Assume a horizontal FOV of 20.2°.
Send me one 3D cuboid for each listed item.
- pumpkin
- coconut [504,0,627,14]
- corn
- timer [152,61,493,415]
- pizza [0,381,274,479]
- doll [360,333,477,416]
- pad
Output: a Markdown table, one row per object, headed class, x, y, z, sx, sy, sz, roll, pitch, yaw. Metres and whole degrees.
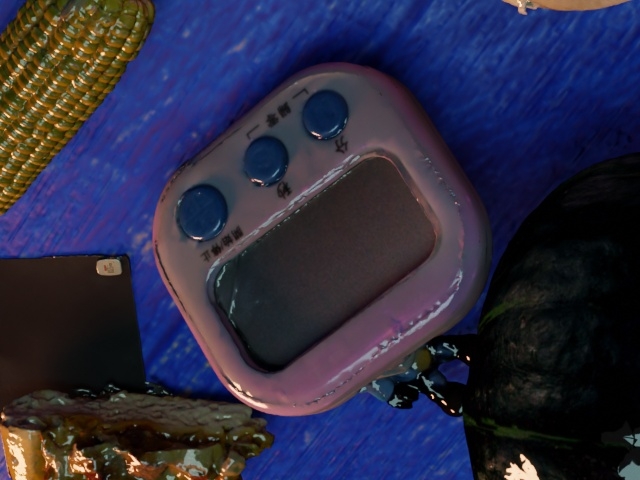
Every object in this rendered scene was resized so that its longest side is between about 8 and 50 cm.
| class | x | y | z | sx | sy | sz | roll | pitch | yaw |
| --- | --- | --- | --- | --- | --- | --- | --- | --- | --- |
| pumpkin | 0.210 | 0.102 | 1.131 | 0.238 | 0.315 | 0.315 | 2 | 123 | 34 |
| coconut | 0.126 | -0.242 | 0.985 | 0.237 | 0.237 | 0.197 | 41 | 82 | -17 |
| corn | -0.187 | -0.095 | 1.159 | 0.080 | 0.080 | 0.238 | 37 | 117 | -16 |
| timer | 0.000 | 0.000 | 1.157 | 0.208 | 0.069 | 0.190 | -36 | 73 | 18 |
| pizza | -0.125 | 0.168 | 1.297 | 0.194 | 0.069 | 0.154 | -15 | 117 | 14 |
| doll | 0.016 | 0.065 | 1.241 | 0.195 | 0.070 | 0.096 | 19 | 88 | -9 |
| pad | -0.184 | 0.095 | 1.304 | 0.116 | 0.004 | 0.193 | -1 | 119 | 5 |
